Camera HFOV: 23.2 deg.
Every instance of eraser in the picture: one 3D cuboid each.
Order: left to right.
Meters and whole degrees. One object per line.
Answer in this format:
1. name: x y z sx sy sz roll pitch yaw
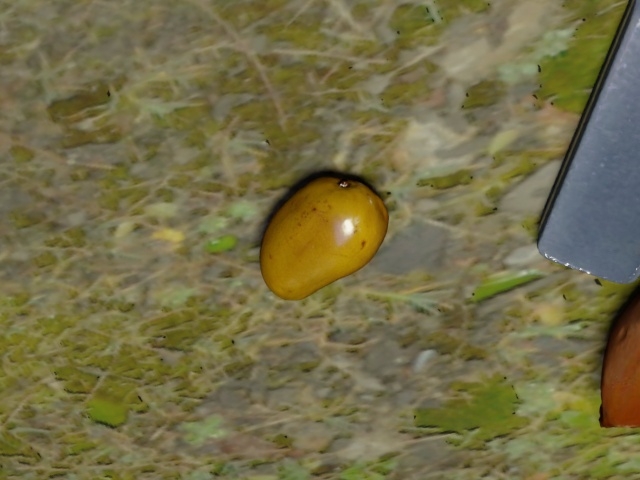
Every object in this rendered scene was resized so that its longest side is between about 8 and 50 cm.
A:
1. eraser: 0.227 -0.076 1.115 0.082 0.036 0.225 17 120 -2

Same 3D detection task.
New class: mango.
1. mango: 0.000 0.000 1.179 0.080 0.060 0.114 35 122 -8

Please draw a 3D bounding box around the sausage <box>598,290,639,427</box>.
1. sausage: 0.295 0.006 1.117 0.094 0.097 0.348 25 121 3
